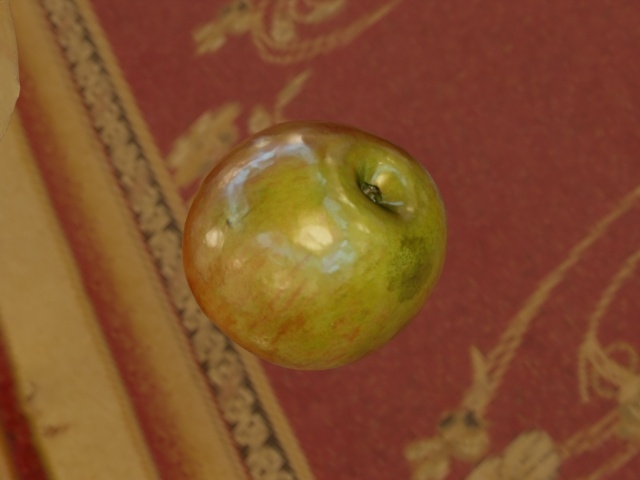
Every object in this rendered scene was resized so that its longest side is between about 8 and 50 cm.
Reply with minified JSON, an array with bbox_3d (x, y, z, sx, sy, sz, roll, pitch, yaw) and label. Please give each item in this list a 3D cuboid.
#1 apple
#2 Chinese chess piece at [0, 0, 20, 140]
[{"bbox_3d":[0.000,0.000,1.421,0.196,0.196,0.196,-20,47,23],"label":"apple"},{"bbox_3d":[-0.306,-0.132,1.189,0.097,0.251,0.251,-15,50,33],"label":"Chinese chess piece"}]
